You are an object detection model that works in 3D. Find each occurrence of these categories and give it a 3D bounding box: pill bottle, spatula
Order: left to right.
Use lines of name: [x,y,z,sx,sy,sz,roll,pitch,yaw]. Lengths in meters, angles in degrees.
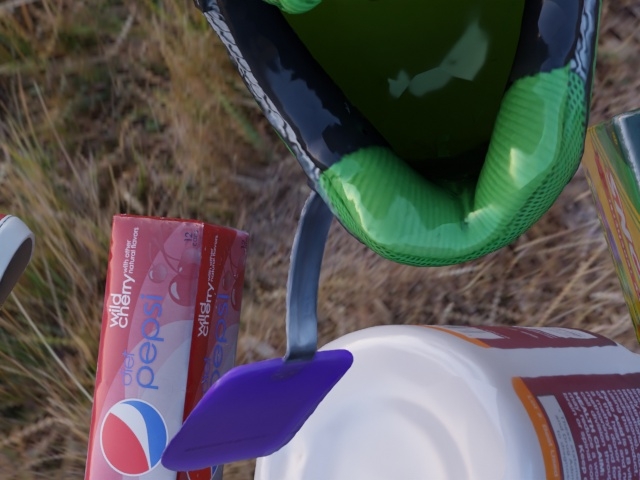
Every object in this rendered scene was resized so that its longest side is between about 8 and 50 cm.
spatula: [0.000,0.000,0.730,0.084,0.296,0.030,-7,40,-38]
pill bottle: [0.146,0.177,1.264,0.224,0.392,0.224,-3,85,34]

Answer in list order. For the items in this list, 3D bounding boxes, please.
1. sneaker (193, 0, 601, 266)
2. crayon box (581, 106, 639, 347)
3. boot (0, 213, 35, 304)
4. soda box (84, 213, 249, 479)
sneaker: [0.005,-0.142,0.361,0.134,0.146,0.343,-20,128,7]
crayon box: [0.216,0.019,0.939,0.081,0.318,0.202,-18,90,5]
boot: [-0.343,0.009,1.396,0.176,0.244,0.088,38,58,-6]
soda box: [-0.124,0.114,1.321,0.083,0.092,0.263,5,87,22]
